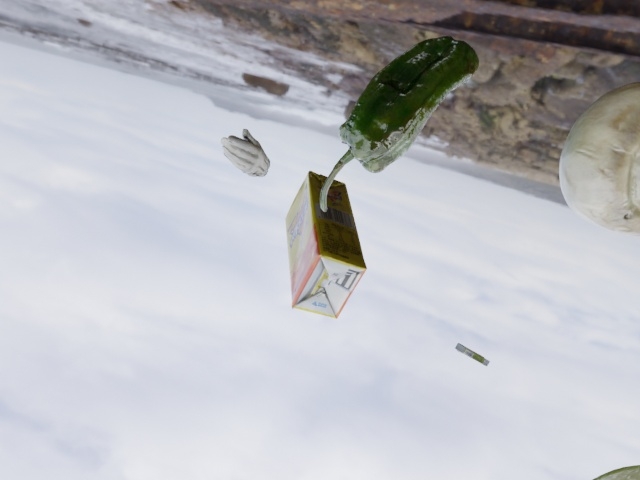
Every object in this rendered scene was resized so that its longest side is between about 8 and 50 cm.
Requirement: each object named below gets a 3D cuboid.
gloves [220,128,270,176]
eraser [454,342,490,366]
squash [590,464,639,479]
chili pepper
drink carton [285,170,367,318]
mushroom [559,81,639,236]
[{"bbox_3d":[-0.079,-0.096,0.697,0.037,0.044,0.081,12,172,46],"label":"gloves"},{"bbox_3d":[0.364,0.274,1.485,0.083,0.019,0.038,29,178,-23],"label":"eraser"},{"bbox_3d":[0.470,0.456,1.019,0.049,0.252,0.252,58,-156,12],"label":"squash"},{"bbox_3d":[0.067,-0.114,0.580,0.073,0.204,0.072,47,174,-33],"label":"chili pepper"},{"bbox_3d":[0.000,0.000,1.384,0.111,0.155,0.351,18,-150,-18],"label":"drink carton"},{"bbox_3d":[0.511,-0.115,0.950,0.260,0.254,0.234,-36,-151,-19],"label":"mushroom"}]
